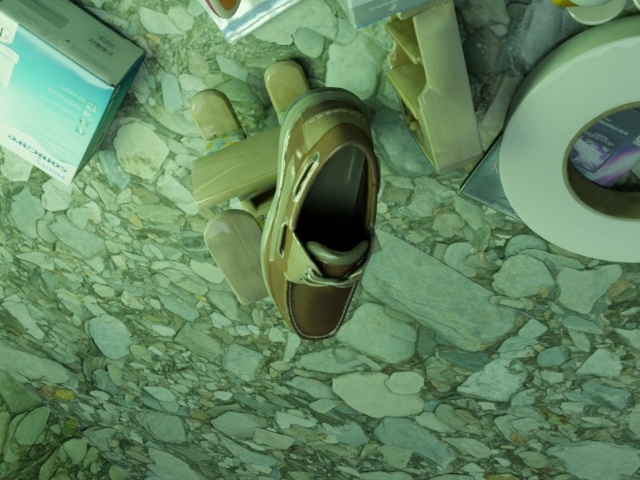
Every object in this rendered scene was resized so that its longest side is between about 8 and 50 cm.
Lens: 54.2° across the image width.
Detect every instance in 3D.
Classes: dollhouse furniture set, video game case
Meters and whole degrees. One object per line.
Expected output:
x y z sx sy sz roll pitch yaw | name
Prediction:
-0.008 -0.177 0.865 0.395 0.362 0.256 -22 129 3 | dollhouse furniture set
0.372 -0.129 0.989 0.196 0.026 0.274 25 136 -3 | video game case

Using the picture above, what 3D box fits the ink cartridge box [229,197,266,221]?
-0.036 -0.048 1.228 0.189 0.066 0.232 -11 149 30 | ink cartridge box

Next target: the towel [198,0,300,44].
-0.140 -0.434 0.877 0.209 0.034 0.285 -18 125 33 | towel

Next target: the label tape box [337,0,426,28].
0.100 -0.410 0.592 0.249 0.115 0.347 -21 146 0 | label tape box

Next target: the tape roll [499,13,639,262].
0.455 -0.127 0.889 0.392 0.072 0.391 12 136 11 | tape roll

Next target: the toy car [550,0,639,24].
0.361 -0.334 0.722 0.182 0.159 0.136 0 96 24 | toy car

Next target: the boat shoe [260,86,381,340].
0.000 0.000 0.693 0.123 0.116 0.324 -7 128 -12 | boat shoe

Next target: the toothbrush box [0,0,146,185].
-0.473 -0.268 1.107 0.216 0.126 0.295 33 135 -13 | toothbrush box

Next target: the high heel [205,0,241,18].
-0.176 -0.423 0.844 0.117 0.082 0.244 33 157 32 | high heel
